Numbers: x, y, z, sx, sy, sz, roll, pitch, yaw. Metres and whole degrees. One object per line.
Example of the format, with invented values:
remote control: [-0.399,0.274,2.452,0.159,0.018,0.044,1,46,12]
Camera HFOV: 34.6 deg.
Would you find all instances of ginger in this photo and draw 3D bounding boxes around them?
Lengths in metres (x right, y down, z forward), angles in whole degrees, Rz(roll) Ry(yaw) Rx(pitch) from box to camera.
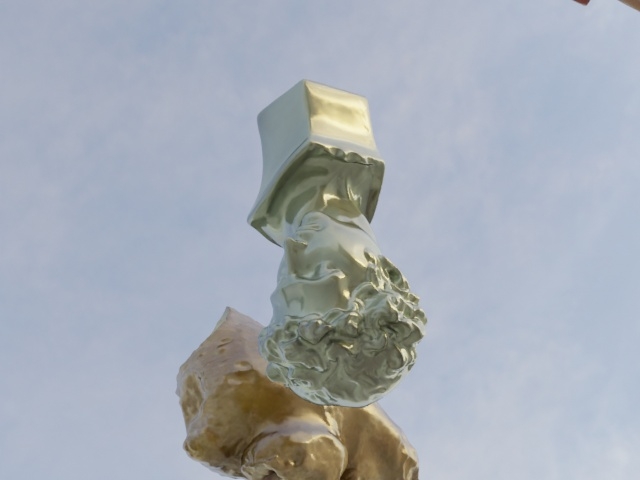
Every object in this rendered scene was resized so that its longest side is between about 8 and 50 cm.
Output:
ginger: [-0.009,0.176,0.962,0.270,0.219,0.123,25,-69,-2]

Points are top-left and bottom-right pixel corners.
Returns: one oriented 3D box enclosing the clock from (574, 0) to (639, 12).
clock: [0.243,-0.241,0.652,0.309,0.166,0.235,37,-57,7]

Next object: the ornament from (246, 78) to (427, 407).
ornament: [0.009,0.003,0.811,0.130,0.285,0.120,21,-47,-26]
